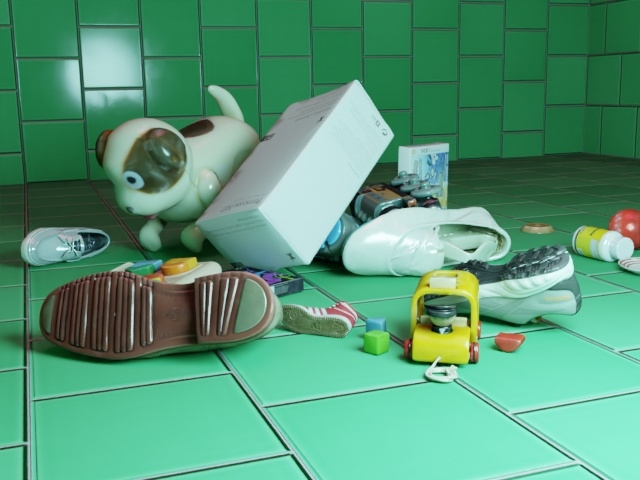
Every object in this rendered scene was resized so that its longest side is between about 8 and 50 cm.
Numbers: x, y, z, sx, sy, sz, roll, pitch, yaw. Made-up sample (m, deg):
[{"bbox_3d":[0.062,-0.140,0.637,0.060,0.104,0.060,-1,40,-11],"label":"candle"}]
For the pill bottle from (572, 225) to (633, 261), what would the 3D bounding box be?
[{"bbox_3d":[0.581,0.009,1.639,0.065,0.065,0.116,-7,13,-27],"label":"pill bottle"}]

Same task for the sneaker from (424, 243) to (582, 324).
[{"bbox_3d":[0.269,0.087,1.218,0.271,0.108,0.100,-11,26,46],"label":"sneaker"}]

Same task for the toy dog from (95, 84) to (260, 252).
[{"bbox_3d":[-0.296,-0.157,1.787,0.284,0.395,0.408,17,10,32],"label":"toy dog"}]

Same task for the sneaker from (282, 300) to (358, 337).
[{"bbox_3d":[0.000,0.114,1.203,0.118,0.042,0.067,12,19,22],"label":"sneaker"}]

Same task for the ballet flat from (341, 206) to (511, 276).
[{"bbox_3d":[0.227,0.008,1.565,0.400,0.139,0.139,-8,13,-38],"label":"ballet flat"}]

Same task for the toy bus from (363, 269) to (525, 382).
[{"bbox_3d":[0.169,0.100,1.092,0.191,0.104,0.202,-8,13,-32],"label":"toy bus"}]

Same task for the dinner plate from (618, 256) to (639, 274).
[{"bbox_3d":[0.645,0.053,1.528,0.141,0.017,0.141,-2,11,0],"label":"dinner plate"}]

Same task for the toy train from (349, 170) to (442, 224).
[{"bbox_3d":[0.190,-0.076,1.976,0.190,0.142,0.334,-16,16,-7],"label":"toy train"}]

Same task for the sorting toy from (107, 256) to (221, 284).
[{"bbox_3d":[-0.308,0.068,1.407,0.208,0.038,0.193,0,16,25],"label":"sorting toy"}]

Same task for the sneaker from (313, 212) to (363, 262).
[{"bbox_3d":[0.000,0.000,1.700,0.139,0.125,0.341,23,-4,-29],"label":"sneaker"}]

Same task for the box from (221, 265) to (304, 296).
[{"bbox_3d":[-0.127,0.078,1.442,0.162,0.029,0.116,6,13,43],"label":"box"}]

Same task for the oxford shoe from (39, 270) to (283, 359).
[{"bbox_3d":[-0.221,0.115,1.126,0.348,0.123,0.130,0,-16,12],"label":"oxford shoe"}]

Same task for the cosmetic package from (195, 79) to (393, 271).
[{"bbox_3d":[-0.045,-0.123,1.575,0.217,0.156,0.385,-12,35,46],"label":"cosmetic package"}]

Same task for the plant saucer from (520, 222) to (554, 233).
[{"bbox_3d":[0.541,-0.032,1.986,0.083,0.015,0.083,-1,10,0],"label":"plant saucer"}]

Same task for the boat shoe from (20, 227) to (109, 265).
[{"bbox_3d":[-0.544,0.006,1.724,0.081,0.079,0.227,-1,7,23],"label":"boat shoe"}]

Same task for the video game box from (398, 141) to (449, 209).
[{"bbox_3d":[0.285,-0.164,2.203,0.048,0.205,0.187,11,17,44],"label":"video game box"}]

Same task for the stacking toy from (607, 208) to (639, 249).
[{"bbox_3d":[0.772,-0.024,1.664,0.330,0.141,0.141,-2,9,30],"label":"stacking toy"}]
